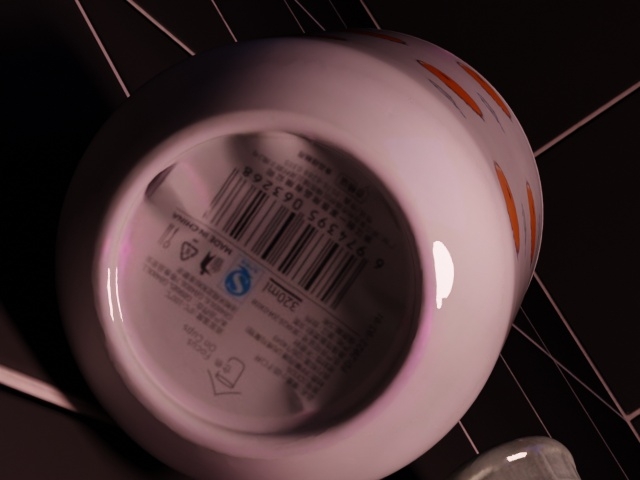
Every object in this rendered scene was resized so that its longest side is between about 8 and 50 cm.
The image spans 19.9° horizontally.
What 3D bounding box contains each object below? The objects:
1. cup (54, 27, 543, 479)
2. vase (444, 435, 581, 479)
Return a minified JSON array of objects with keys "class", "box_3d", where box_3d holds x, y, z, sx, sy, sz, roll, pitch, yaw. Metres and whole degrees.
[{"class":"cup","box_3d":[0.000,0.000,0.896,0.212,0.212,0.317,56,10,0]},{"class":"vase","box_3d":[0.176,0.268,1.133,0.299,0.143,0.143,58,9,35]}]
